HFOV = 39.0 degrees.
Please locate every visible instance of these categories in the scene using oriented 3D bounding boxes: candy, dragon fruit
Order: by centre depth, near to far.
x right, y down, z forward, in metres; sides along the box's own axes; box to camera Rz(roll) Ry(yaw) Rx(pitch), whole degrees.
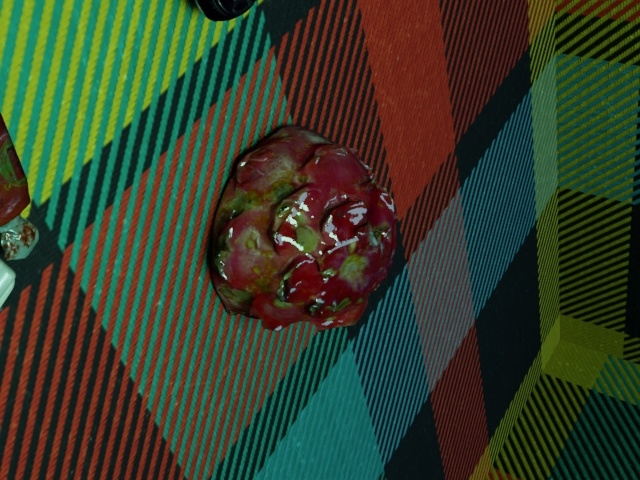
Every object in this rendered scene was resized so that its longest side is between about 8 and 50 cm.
[{"bbox_3d":[-0.392,-0.093,1.043,0.086,0.059,0.292,-42,138,-37],"label":"candy"},{"bbox_3d":[0.000,0.000,1.581,0.371,0.249,0.386,-54,143,-21],"label":"dragon fruit"}]

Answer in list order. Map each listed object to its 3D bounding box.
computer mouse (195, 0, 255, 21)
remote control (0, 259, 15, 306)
[{"bbox_3d":[-0.119,-0.419,1.298,0.233,0.096,0.137,-51,139,-26],"label":"computer mouse"},{"bbox_3d":[-0.449,0.116,1.065,0.230,0.049,0.090,-59,145,-21],"label":"remote control"}]
